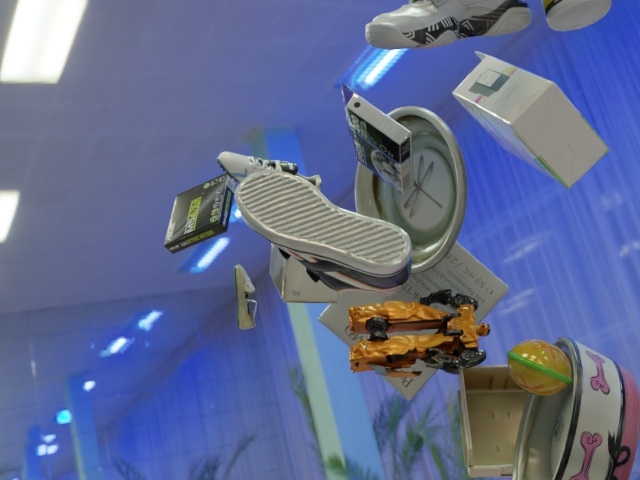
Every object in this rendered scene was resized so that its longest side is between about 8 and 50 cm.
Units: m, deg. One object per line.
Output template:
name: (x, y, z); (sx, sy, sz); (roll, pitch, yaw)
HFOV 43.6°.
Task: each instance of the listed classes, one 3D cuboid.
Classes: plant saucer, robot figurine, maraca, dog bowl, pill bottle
plant saucer: (0.237, -0.121, 1.940); (0.100, 0.400, 0.400); (-2, -22, -33)
robot figurine: (0.205, 0.198, 1.666); (0.291, 0.211, 0.085); (-2, -44, 5)
maraca: (0.411, 0.238, 1.503); (0.127, 0.099, 0.185); (27, 0, 20)
dog bowl: (0.542, 0.420, 1.712); (0.150, 0.408, 0.408); (15, -19, 4)
pill bottle: (0.463, -0.514, 1.510); (0.119, 0.209, 0.119); (-10, -15, -3)

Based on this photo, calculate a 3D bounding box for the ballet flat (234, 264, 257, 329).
ballet flat: (-0.188, 0.143, 2.037); (0.052, 0.168, 0.057); (-1, 8, 9)

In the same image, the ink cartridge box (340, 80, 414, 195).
ink cartridge box: (0.112, -0.218, 1.728); (0.045, 0.208, 0.206); (-42, -26, -13)

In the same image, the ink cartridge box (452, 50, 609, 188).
ink cartridge box: (0.414, -0.262, 1.675); (0.207, 0.353, 0.119); (40, -82, -26)

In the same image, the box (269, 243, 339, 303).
box: (-0.035, 0.039, 1.807); (0.126, 0.149, 0.232); (3, 12, -12)

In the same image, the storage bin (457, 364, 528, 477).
storage bin: (0.491, 0.459, 2.041); (0.262, 0.260, 0.123); (-2, -41, 3)

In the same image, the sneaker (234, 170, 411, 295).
sneaker: (0.000, 0.000, 1.305); (0.126, 0.321, 0.127); (-51, -27, -25)

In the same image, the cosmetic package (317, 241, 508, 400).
cosmetic package: (0.262, 0.166, 2.193); (0.394, 0.329, 0.327); (-50, -9, 6)

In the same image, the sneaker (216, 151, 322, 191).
sneaker: (-0.104, -0.141, 1.670); (0.237, 0.085, 0.086); (20, -61, -29)

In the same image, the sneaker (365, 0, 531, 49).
sneaker: (0.232, -0.474, 1.490); (0.365, 0.210, 0.137); (-16, 17, -26)

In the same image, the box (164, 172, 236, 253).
box: (-0.313, -0.073, 2.094); (0.184, 0.191, 0.045); (-19, -47, 25)
